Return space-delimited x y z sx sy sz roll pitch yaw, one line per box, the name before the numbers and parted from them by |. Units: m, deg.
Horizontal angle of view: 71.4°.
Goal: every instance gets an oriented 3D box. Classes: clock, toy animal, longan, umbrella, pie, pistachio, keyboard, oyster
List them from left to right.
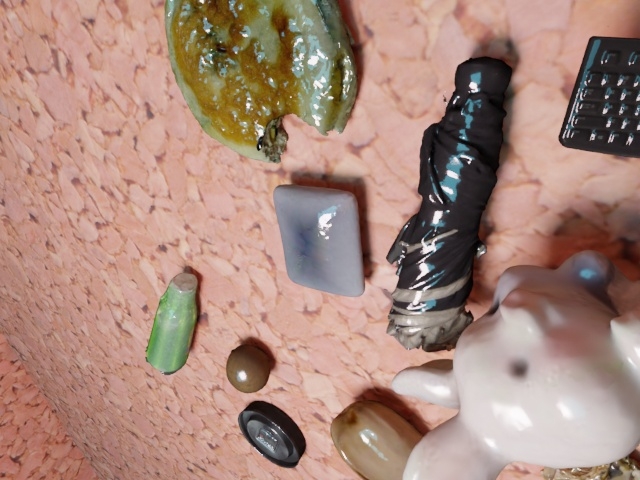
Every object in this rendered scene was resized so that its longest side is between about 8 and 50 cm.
longan | -0.156 0.269 0.946 0.113 0.092 0.113 44 156 26
pie | -0.090 -0.247 0.583 0.302 0.067 0.302 17 126 26
clock | -0.118 0.469 1.081 0.184 0.040 0.184 19 128 26
pistachio | 0.111 0.372 0.794 0.206 0.131 0.129 41 142 1
umbrella | 0.153 -0.028 0.533 0.113 0.106 0.357 3 114 -4
toy animal | 0.249 0.146 0.436 0.367 0.196 0.241 -14 114 12
oyster | 0.393 0.343 0.623 0.163 0.081 0.191 19 115 -5
keyboard | 0.293 -0.114 0.361 0.381 0.041 0.103 11 124 17

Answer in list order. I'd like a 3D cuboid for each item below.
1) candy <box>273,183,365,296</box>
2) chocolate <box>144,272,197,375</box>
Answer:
candy | 0.000 0.000 0.672 0.138 0.071 0.174 10 124 30
chocolate | -0.330 0.184 1.013 0.110 0.110 0.291 36 130 11
